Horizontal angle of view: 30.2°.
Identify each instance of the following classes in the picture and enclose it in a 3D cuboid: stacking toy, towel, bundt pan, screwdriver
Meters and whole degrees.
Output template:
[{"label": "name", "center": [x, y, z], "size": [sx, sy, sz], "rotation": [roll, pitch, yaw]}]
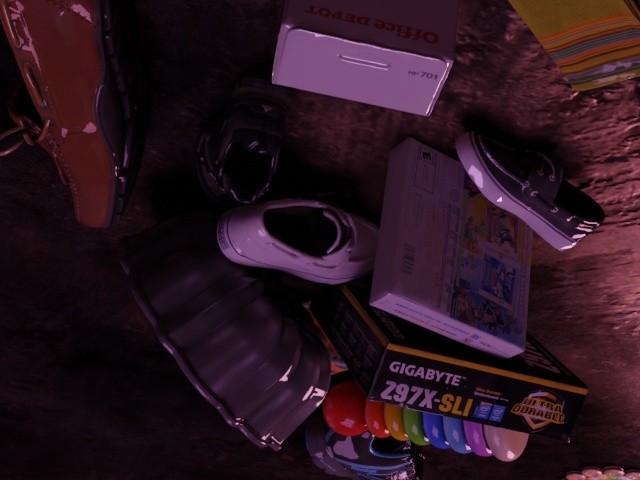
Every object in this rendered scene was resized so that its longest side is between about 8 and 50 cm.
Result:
[{"label": "stacking toy", "center": [0.156, 0.265, 1.870], "size": [0.330, 0.141, 0.141], "rotation": [0, 150, 29]}, {"label": "towel", "center": [0.232, -0.219, 1.102], "size": [0.102, 0.021, 0.237], "rotation": [-15, 142, 34]}, {"label": "bundt pan", "center": [-0.100, 0.090, 1.475], "size": [0.124, 0.331, 0.331], "rotation": [-37, 138, 5]}, {"label": "screwdriver", "center": [-0.034, -0.054, 1.463], "size": [0.170, 0.024, 0.025], "rotation": [-2, 119, 30]}]

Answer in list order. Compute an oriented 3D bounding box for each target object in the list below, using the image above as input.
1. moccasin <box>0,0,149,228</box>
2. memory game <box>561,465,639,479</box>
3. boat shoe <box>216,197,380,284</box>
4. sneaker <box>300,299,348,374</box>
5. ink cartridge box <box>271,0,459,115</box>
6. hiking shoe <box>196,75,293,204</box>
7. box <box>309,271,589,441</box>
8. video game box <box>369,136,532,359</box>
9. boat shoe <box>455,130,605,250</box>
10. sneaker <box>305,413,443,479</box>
[{"label": "moccasin", "center": [-0.265, -0.147, 1.237], "size": [0.147, 0.139, 0.380], "rotation": [7, 150, 4]}, {"label": "memory game", "center": [0.537, 0.453, 2.186], "size": [0.186, 0.012, 0.186], "rotation": [6, 150, 4]}, {"label": "boat shoe", "center": [0.000, 0.000, 1.404], "size": [0.258, 0.095, 0.084], "rotation": [0, 168, -45]}, {"label": "sneaker", "center": [0.005, 0.146, 1.723], "size": [0.302, 0.108, 0.121], "rotation": [-8, 161, 23]}, {"label": "ink cartridge box", "center": [0.043, -0.212, 0.992], "size": [0.140, 0.190, 0.082], "rotation": [12, 150, -5]}, {"label": "hiking shoe", "center": [-0.097, -0.085, 1.324], "size": [0.086, 0.114, 0.227], "rotation": [15, 150, -10]}, {"label": "box", "center": [0.146, 0.130, 1.464], "size": [0.257, 0.079, 0.322], "rotation": [16, -169, -16]}, {"label": "video game box", "center": [0.152, 0.009, 1.332], "size": [0.187, 0.205, 0.048], "rotation": [23, 148, -21]}, {"label": "boat shoe", "center": [0.241, -0.064, 1.319], "size": [0.076, 0.080, 0.228], "rotation": [-34, 129, 27]}, {"label": "sneaker", "center": [0.127, 0.393, 2.081], "size": [0.140, 0.125, 0.341], "rotation": [-22, 140, 35]}]
